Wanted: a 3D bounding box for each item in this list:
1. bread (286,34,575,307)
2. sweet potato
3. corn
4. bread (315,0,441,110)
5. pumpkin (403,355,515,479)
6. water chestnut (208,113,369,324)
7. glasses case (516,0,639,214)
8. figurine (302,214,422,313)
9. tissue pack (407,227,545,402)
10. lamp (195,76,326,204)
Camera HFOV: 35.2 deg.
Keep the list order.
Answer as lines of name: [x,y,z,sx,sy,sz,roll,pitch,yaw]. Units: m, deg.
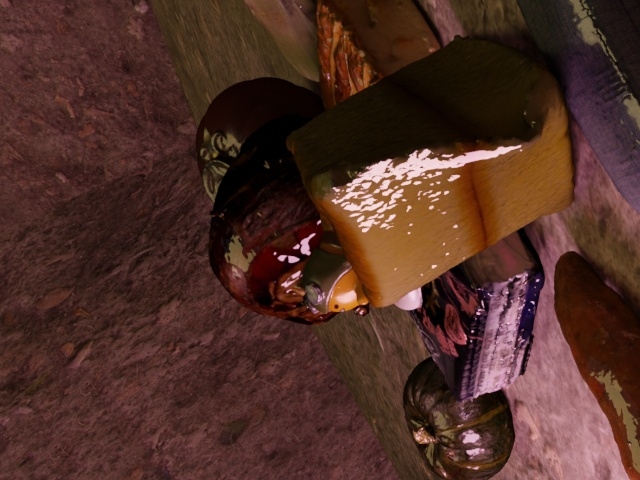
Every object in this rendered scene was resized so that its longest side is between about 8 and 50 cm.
bread: [0.083,-0.110,0.891,0.245,0.233,0.362,62,-178,18]
sweet potato: [0.300,0.127,0.979,0.097,0.097,0.292,83,167,-63]
corn: [-0.038,-0.317,1.347,0.305,0.122,0.123,40,-160,-56]
bread: [0.076,-0.190,1.281,0.185,0.114,0.275,60,172,25]
pumpkin: [0.219,0.289,1.636,0.224,0.157,0.224,52,154,39]
water chestnut: [0.000,0.000,1.523,0.347,0.335,0.335,58,169,36]
glasses case: [0.219,-0.136,0.768,0.283,0.067,0.109,65,169,5]
figurine: [0.021,-0.003,1.305,0.166,0.141,0.250,115,132,-79]
tissue pack: [0.181,0.037,1.299,0.332,0.123,0.245,85,163,-57]
lamp: [-0.082,-0.142,1.793,0.303,0.257,0.303,26,134,30]
